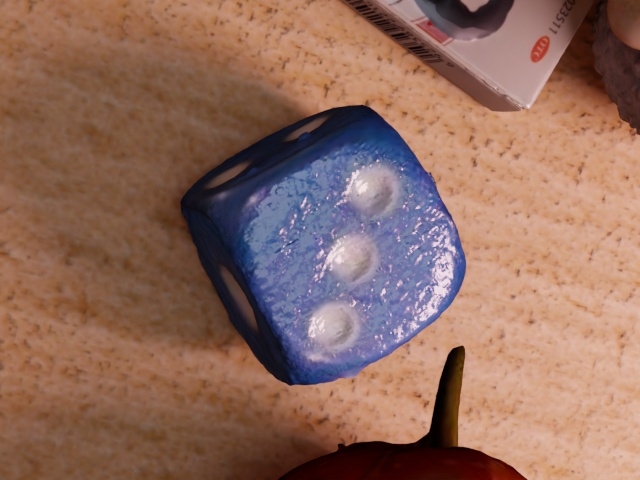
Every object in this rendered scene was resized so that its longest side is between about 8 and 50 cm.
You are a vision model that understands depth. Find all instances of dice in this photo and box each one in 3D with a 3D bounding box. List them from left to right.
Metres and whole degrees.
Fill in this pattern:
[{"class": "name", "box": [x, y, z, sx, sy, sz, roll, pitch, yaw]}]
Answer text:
[{"class": "dice", "box": [0.000, 0.000, 0.848, 0.146, 0.143, 0.146, -32, 105, -10]}]

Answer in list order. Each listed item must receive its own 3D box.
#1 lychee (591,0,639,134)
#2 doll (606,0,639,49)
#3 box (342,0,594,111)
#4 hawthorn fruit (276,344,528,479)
[{"class": "lychee", "box": [0.273, -0.146, 0.919, 0.165, 0.165, 0.197, -23, 113, -16]}, {"class": "doll", "box": [0.297, -0.225, 0.788, 0.423, 0.161, 0.348, 29, 70, 20]}, {"class": "box", "box": [0.143, -0.295, 0.916, 0.214, 0.069, 0.353, 33, 85, -19]}, {"class": "hawthorn fruit", "box": [0.043, 0.242, 0.825, 0.285, 0.285, 0.369, 21, 78, -19]}]
